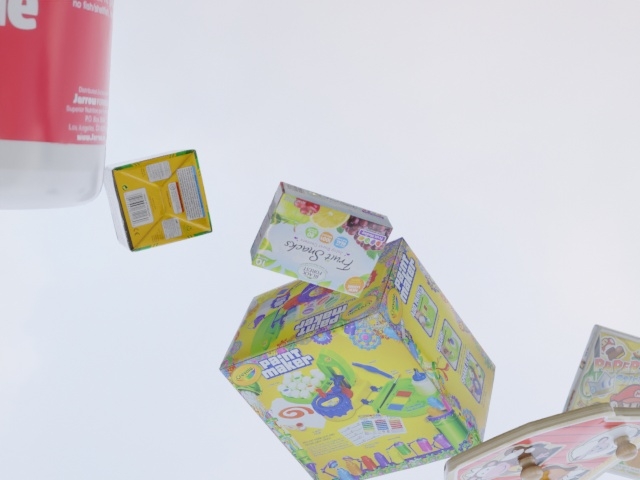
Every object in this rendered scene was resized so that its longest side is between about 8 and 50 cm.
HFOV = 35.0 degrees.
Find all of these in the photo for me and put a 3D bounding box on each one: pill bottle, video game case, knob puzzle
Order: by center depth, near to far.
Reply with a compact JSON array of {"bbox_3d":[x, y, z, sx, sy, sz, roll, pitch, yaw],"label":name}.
[{"bbox_3d":[-0.282,-0.237,0.829,0.228,0.408,0.229,4,-174,0],"label":"pill bottle"},{"bbox_3d":[0.192,0.198,0.878,0.213,0.213,0.030,-14,-123,-3],"label":"knob puzzle"},{"bbox_3d":[0.469,0.249,1.494,0.226,0.206,0.026,17,-173,-13],"label":"video game case"}]

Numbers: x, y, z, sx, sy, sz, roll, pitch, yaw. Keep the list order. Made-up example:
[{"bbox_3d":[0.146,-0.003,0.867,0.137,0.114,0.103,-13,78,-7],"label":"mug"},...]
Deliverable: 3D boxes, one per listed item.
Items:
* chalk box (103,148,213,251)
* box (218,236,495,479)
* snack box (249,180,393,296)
[{"bbox_3d":[-0.262,-0.067,1.591,0.132,0.133,0.213,-15,-170,-16],"label":"chalk box"},{"bbox_3d":[0.061,0.192,1.516,0.289,0.279,0.177,-22,-153,31],"label":"box"},{"bbox_3d":[0.000,0.000,1.186,0.141,0.100,0.037,17,-155,-18],"label":"snack box"}]
